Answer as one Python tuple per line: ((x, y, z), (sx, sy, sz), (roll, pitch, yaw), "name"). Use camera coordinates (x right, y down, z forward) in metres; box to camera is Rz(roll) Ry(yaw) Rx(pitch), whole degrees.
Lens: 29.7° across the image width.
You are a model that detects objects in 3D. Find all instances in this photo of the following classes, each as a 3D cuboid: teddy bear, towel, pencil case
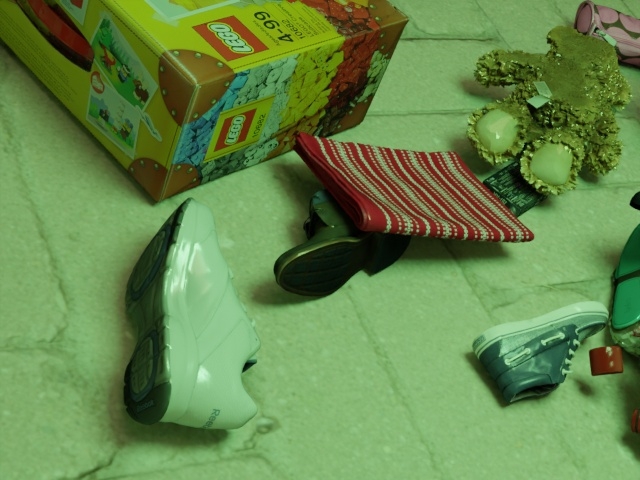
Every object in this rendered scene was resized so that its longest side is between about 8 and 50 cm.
((0.326, -0.178, 1.726), (0.245, 0.113, 0.338), (15, 43, 2), "teddy bear")
((0.116, -0.065, 1.507), (0.275, 0.031, 0.199), (4, 33, -35), "towel")
((0.517, -0.324, 1.979), (0.209, 0.095, 0.098), (12, 7, -11), "pencil case")

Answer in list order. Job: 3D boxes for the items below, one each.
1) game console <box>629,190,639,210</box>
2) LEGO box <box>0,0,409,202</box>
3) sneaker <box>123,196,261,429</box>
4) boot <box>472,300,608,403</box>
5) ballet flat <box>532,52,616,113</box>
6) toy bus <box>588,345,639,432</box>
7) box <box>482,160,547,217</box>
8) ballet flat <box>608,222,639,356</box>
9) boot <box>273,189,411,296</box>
((0.545, -0.034, 1.600), (0.361, 0.044, 0.213), (3, 6, -36), "game console")
((-0.201, -0.321, 1.562), (0.372, 0.193, 0.500), (-25, 61, -41), "LEGO box")
((-0.130, 0.080, 1.263), (0.129, 0.111, 0.297), (23, 42, -26), "sneaker")
((0.273, 0.133, 1.412), (0.190, 0.069, 0.086), (-13, 60, -25), "boot")
((0.396, -0.253, 1.875), (0.168, 0.052, 0.057), (40, 43, 18), "ballet flat")
((0.422, 0.173, 1.391), (0.191, 0.202, 0.104), (57, 11, 24), "toy bus")
((0.266, -0.070, 1.649), (0.067, 0.018, 0.083), (41, 44, 18), "box")
((0.420, 0.066, 1.547), (0.077, 0.091, 0.241), (49, 42, -18), "ballet flat")
((0.000, 0.000, 1.418), (0.106, 0.082, 0.219), (38, 32, 30), "boot")
